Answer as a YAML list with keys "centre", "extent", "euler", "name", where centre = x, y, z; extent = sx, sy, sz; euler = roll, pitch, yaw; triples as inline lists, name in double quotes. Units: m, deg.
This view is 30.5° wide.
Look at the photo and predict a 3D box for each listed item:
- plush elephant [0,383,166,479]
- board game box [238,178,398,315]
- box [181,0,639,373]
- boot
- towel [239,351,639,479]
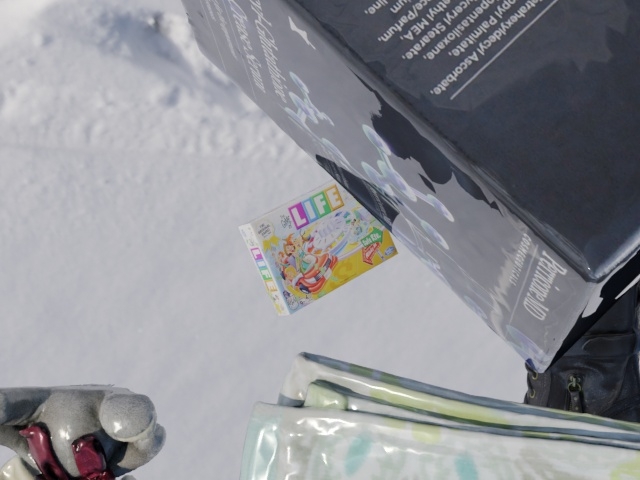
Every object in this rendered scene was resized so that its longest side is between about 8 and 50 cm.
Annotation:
- centre: [-0.349, 0.334, 1.646]
  extent: [0.272, 0.255, 0.330]
  euler: [2, 175, 0]
  name: "plush elephant"
- centre: [0.000, 0.000, 1.233]
  extent: [0.154, 0.103, 0.026]
  euler: [-29, -171, -31]
  name: "board game box"
- centre: [0.093, -0.137, 0.805]
  extent: [0.212, 0.395, 0.293]
  euler: [-44, 165, -8]
  name: "box"
- centre: [0.228, 0.133, 1.202]
  extent: [0.263, 0.229, 0.091]
  euler: [-9, -168, 29]
  name: "boot"
- centre: [0.095, 0.275, 0.713]
  extent: [0.090, 0.321, 0.374]
  euler: [-12, 111, -78]
  name: "towel"
